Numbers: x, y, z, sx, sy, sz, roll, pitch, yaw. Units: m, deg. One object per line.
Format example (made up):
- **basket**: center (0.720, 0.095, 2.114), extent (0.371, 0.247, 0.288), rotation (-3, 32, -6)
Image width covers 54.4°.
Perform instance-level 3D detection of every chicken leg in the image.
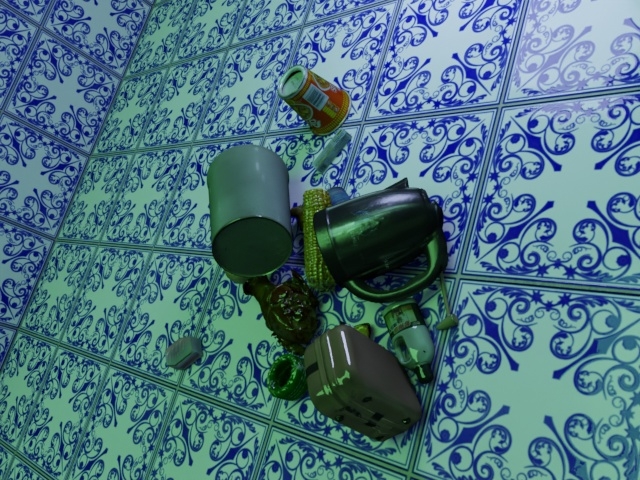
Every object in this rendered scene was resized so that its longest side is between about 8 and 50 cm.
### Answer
- **chicken leg**: center (-0.126, 0.172, 1.909), extent (0.211, 0.140, 0.361), rotation (-57, 45, 16)
- **chicken leg**: center (-0.027, -0.070, 1.998), extent (0.103, 0.088, 0.228), rotation (-62, 35, 12)

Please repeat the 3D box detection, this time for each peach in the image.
- **peach**: center (0.102, 0.255, 1.709), extent (0.077, 0.050, 0.083), rotation (31, 101, 25)

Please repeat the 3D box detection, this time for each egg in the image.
- **egg**: center (-0.270, 0.088, 2.111), extent (0.140, 0.116, 0.118), rotation (32, 66, 13)

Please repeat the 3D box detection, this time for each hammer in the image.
- **hammer**: center (0.311, 0.138, 1.600), extent (0.060, 0.028, 0.195), rotation (-33, 45, 36)

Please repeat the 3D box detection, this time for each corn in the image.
- **corn**: center (0.000, 0.000, 1.852), extent (0.115, 0.115, 0.317), rotation (-6, 85, 42)

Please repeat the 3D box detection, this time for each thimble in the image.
- **thimble**: center (-0.087, 0.392, 1.787), extent (0.130, 0.090, 0.118), rotation (-39, 45, 22)

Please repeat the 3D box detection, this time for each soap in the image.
- **soap**: center (-0.484, 0.396, 2.191), extent (0.149, 0.056, 0.100), rotation (-37, 44, 23)

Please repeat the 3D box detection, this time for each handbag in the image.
- **handbag**: center (0.092, 0.320, 1.508), extent (0.149, 0.302, 0.283), rotation (-38, 41, 21)

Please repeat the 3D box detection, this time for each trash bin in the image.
- **trash bin**: center (-0.228, -0.112, 2.011), extent (0.280, 0.280, 0.432), rotation (-39, 35, 22)

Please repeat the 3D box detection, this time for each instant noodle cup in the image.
- **instant noodle cup**: center (-0.033, -0.487, 2.128), extent (0.193, 0.212, 0.193), rotation (-22, 54, 35)

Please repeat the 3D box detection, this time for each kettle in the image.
- **kettle**: center (0.181, 0.007, 1.655), extent (0.324, 0.228, 0.320), rotation (-21, 63, 13)

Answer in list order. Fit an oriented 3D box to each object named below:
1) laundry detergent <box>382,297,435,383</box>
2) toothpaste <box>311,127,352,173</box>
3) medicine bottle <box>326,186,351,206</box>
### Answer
- **laundry detergent**: center (0.232, 0.257, 1.571), extent (0.099, 0.070, 0.225), rotation (-23, 52, 8)
- **toothpaste**: center (0.037, -0.300, 2.091), extent (0.164, 0.034, 0.046), rotation (-51, 43, 11)
- **medicine bottle**: center (0.077, -0.076, 1.894), extent (0.083, 0.083, 0.203), rotation (-45, 47, 17)
